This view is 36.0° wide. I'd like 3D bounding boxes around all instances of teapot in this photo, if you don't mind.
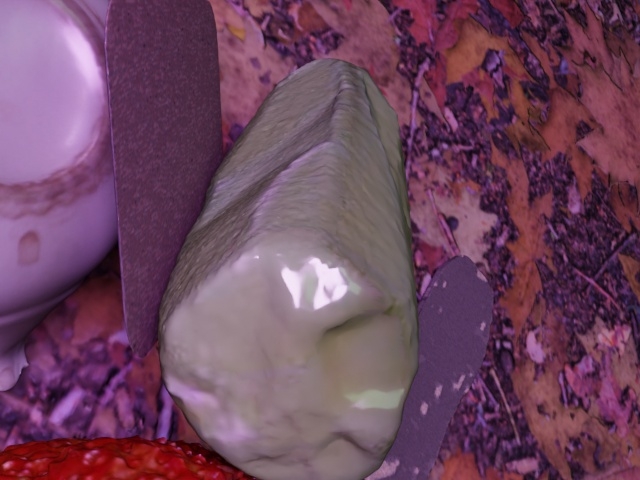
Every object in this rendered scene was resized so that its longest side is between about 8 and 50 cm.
[{"bbox_3d":[-0.236,-0.068,0.471,0.318,0.149,0.220,22,64,-35],"label":"teapot"}]

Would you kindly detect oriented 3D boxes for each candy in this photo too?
[{"bbox_3d":[0.000,0.000,0.595,0.142,0.132,0.343,36,24,-13],"label":"candy"}]

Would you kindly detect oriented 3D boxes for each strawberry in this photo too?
[{"bbox_3d":[-0.128,0.145,0.506,0.175,0.236,0.107,-41,82,-2],"label":"strawberry"}]

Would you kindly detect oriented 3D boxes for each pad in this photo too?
[{"bbox_3d":[-0.081,-0.051,0.566,0.266,0.002,0.176,-69,157,-77],"label":"pad"}]

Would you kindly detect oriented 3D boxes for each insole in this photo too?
[{"bbox_3d":[0.091,0.107,0.802,0.081,0.011,0.248,47,48,-17],"label":"insole"}]
